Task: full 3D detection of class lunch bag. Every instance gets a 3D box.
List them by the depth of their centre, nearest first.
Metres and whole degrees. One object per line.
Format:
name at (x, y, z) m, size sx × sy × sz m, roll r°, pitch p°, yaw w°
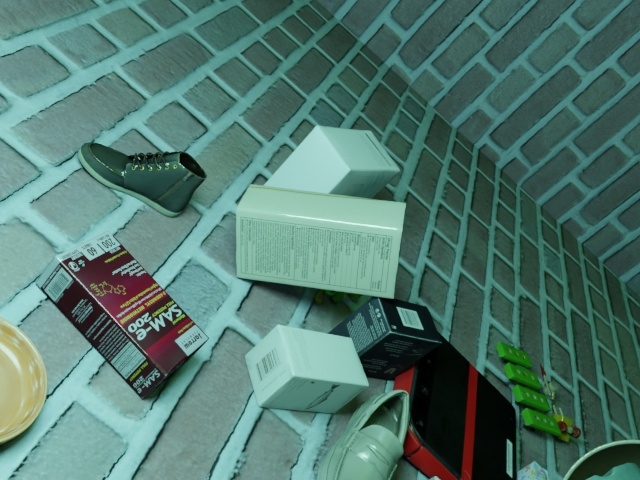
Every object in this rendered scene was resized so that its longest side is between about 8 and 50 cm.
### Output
lunch bag at (0.441, 0.518, 1.554) m, size 0.053 × 0.071 × 0.083 m, roll 38°, pitch 31°, yaw -15°

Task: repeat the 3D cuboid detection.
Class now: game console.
game console at (0.290, 0.383, 1.565) m, size 0.342 × 0.060 × 0.386 m, roll 45°, pitch 30°, yaw -12°

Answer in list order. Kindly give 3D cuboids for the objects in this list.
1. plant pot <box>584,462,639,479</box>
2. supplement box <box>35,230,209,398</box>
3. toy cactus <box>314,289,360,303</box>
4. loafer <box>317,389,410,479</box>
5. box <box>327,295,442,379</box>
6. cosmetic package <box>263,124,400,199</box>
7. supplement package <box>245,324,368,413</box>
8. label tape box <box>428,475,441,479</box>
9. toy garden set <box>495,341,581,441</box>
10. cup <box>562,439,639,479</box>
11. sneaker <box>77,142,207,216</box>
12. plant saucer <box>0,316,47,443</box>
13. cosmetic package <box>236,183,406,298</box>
plant pot at (0.540, 0.598, 1.293) m, size 0.341 × 0.341 × 0.334 m, roll 12°, pitch 42°, yaw -44°
supplement box at (-0.300, 0.109, 1.134) m, size 0.239 × 0.073 × 0.130 m, roll 47°, pitch 29°, yaw 1°
toy cactus at (0.060, 0.047, 1.575) m, size 0.112 × 0.180 × 0.219 m, roll 34°, pitch 19°, yaw 22°
loafer at (0.081, 0.360, 1.257) m, size 0.112 × 0.111 × 0.319 m, roll 42°, pitch 29°, yaw -5°
box at (0.125, 0.195, 1.472) m, size 0.156 × 0.158 × 0.093 m, roll 17°, pitch 42°, yaw -40°
cosmetic package at (0.021, -0.135, 1.691) m, size 0.225 × 0.224 × 0.138 m, roll -6°, pitch 56°, yaw -54°
supplement package at (-0.023, 0.229, 1.299) m, size 0.179 × 0.105 × 0.105 m, roll 16°, pitch 40°, yaw -40°
label tape box at (0.222, 0.585, 1.152) m, size 0.249 × 0.115 × 0.347 m, roll 40°, pitch 28°, yaw -9°
toy garden set at (0.543, 0.393, 1.870) m, size 0.204 × 0.049 × 0.244 m, roll 24°, pitch 34°, yaw -29°
cup at (0.663, 0.592, 1.545) m, size 0.331 × 0.331 × 0.237 m, roll 60°, pitch 7°, yaw 25°
sneaker at (-0.326, -0.143, 1.370) m, size 0.222 × 0.118 × 0.083 m, roll 29°, pitch 33°, yaw -26°
plant saucer at (-0.441, 0.170, 0.915) m, size 0.200 × 0.037 × 0.200 m, roll 32°, pitch 31°, yaw -22°
cosmetic package at (0.000, 0.000, 1.414) m, size 0.310 × 0.160 × 0.113 m, roll 8°, pitch 31°, yaw 6°
